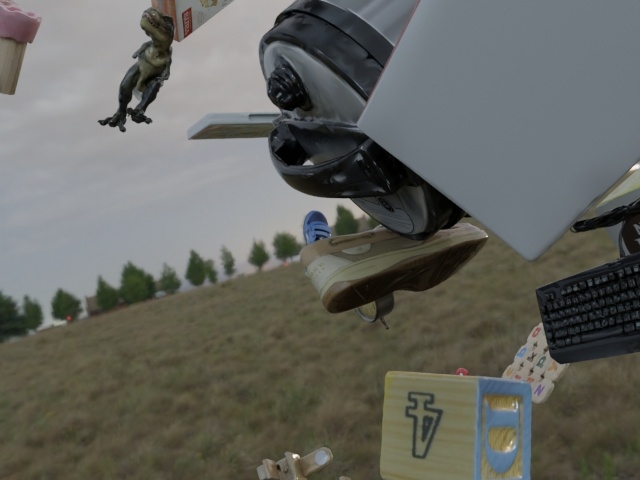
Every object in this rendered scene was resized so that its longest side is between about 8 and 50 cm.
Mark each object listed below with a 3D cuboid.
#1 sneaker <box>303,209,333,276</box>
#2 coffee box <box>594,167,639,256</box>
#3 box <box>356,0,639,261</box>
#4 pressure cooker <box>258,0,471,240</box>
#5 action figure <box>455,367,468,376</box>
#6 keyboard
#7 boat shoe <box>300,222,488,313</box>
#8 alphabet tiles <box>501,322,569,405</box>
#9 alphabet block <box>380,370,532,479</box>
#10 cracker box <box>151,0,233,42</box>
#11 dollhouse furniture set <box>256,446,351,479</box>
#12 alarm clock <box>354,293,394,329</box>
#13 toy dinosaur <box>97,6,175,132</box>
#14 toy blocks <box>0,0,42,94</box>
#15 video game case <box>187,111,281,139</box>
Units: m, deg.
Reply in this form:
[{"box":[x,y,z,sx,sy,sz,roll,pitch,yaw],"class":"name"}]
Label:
[{"box":[0.000,0.000,1.326,0.053,0.144,0.059,6,-33,-16],"class":"sneaker"},{"box":[0.695,-0.034,1.068,0.338,0.335,0.337,-32,1,-35],"class":"coffee box"},{"box":[0.214,-0.183,0.546,0.345,0.168,0.215,-44,-12,-41],"class":"box"},{"box":[0.118,-0.210,0.964,0.420,0.375,0.370,-41,-18,-12],"class":"pressure cooker"},{"box":[0.301,0.428,1.595,0.091,0.281,0.139,21,-6,-36],"class":"action figure"},{"box":[0.380,0.041,0.908,0.033,0.202,0.317,3,-18,-22],"class":"keyboard"},{"box":[0.126,0.013,1.119,0.341,0.110,0.122,-12,-34,-37],"class":"boat shoe"},{"box":[0.489,0.269,1.584,0.284,0.021,0.278,-56,2,-2],"class":"alphabet tiles"},{"box":[0.241,0.335,1.269,0.197,0.194,0.192,-6,-16,44],"class":"alphabet block"},{"box":[-0.227,-0.508,1.369,0.232,0.067,0.156,-50,-19,-33],"class":"cracker box"},{"box":[-0.067,0.560,1.524,0.173,0.303,0.355,-32,-35,13],"class":"dollhouse furniture set"},{"box":[0.099,0.088,1.521,0.064,0.192,0.129,-28,24,-22],"class":"alarm clock"},{"box":[-0.241,-0.206,0.960,0.064,0.118,0.268,25,-20,-17],"class":"toy dinosaur"},{"box":[-0.569,-0.394,1.009,0.288,0.260,0.309,7,20,-41],"class":"toy blocks"},{"box":[-0.107,-0.230,1.437,0.285,0.025,0.204,-5,1,-22],"class":"video game case"}]
